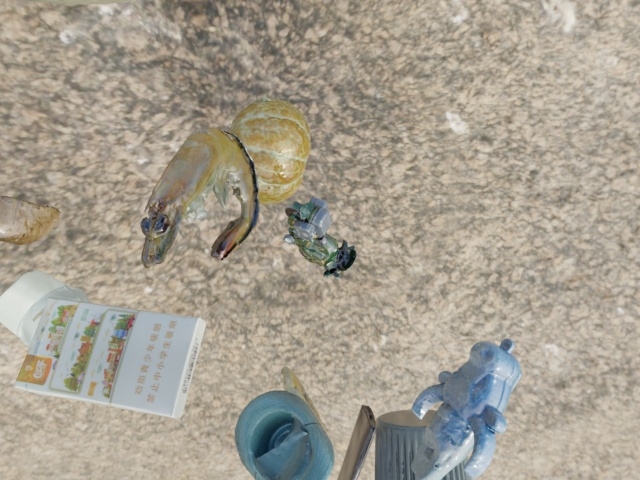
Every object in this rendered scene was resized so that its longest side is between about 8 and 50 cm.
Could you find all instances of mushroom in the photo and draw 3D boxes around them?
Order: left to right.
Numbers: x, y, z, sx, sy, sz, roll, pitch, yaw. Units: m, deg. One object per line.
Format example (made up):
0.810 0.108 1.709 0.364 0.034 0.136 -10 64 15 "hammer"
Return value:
-0.634 -0.041 1.038 0.209 0.072 0.094 22 65 -53 "mushroom"

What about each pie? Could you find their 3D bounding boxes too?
-0.053 0.402 1.272 0.052 0.218 0.185 -32 110 -5 "pie"

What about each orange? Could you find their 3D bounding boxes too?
-0.166 -0.272 1.563 0.248 0.329 0.330 15 99 -12 "orange"

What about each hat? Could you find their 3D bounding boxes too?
-0.921 0.242 1.700 0.258 0.168 0.301 -52 141 -20 "hat"
-0.053 0.334 0.807 0.138 0.191 0.078 -41 141 -7 "hat"

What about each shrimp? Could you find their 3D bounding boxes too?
-0.153 -0.048 0.701 0.058 0.253 0.173 -9 139 33 "shrimp"

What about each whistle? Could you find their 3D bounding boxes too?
0.230 0.270 0.810 0.093 0.180 0.269 35 89 -22 "whistle"

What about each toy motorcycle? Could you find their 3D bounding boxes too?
0.000 0.000 1.343 0.186 0.275 0.125 18 62 24 "toy motorcycle"

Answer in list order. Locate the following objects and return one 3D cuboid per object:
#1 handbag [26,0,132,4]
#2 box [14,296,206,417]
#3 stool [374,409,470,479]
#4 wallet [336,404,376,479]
-0.147 -0.225 0.294 0.253 0.316 0.109 -17 142 -24 "handbag"
-0.264 0.144 0.639 0.220 0.032 0.122 6 68 12 "box"
0.284 0.668 1.428 0.296 0.297 0.331 -2 83 -10 "stool"
0.118 0.727 1.693 0.044 0.170 0.322 17 95 -7 "wallet"
